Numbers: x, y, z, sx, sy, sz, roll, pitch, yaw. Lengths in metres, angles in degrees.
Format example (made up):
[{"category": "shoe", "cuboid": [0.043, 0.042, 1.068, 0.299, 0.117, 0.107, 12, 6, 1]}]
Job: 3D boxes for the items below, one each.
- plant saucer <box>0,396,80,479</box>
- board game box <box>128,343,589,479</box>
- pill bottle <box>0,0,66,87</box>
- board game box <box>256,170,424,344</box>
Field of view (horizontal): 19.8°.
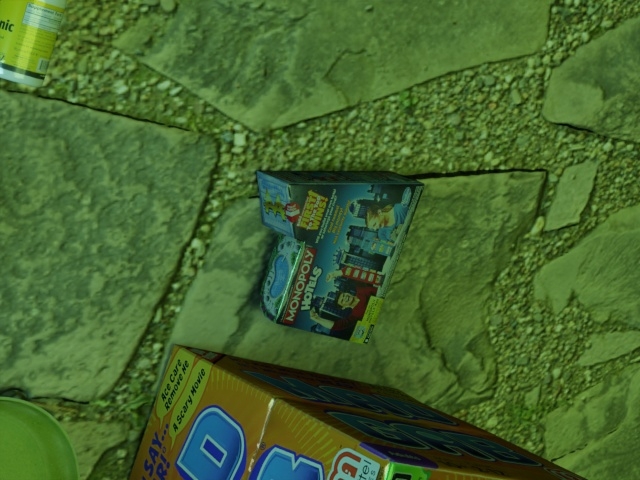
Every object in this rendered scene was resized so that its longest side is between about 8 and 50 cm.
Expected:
[{"category": "plant saucer", "cuboid": [-0.347, 0.262, 1.797, 0.241, 0.037, 0.241, -16, 115, -37]}, {"category": "board game box", "cuboid": [0.023, 0.354, 1.932, 0.356, 0.356, 0.356, 15, 95, -43]}, {"category": "pill bottle", "cuboid": [-0.270, -0.204, 1.677, 0.065, 0.065, 0.116, 14, 95, -43]}, {"category": "board game box", "cuboid": [0.000, 0.000, 1.989, 0.194, 0.060, 0.194, 17, 94, -42]}]
